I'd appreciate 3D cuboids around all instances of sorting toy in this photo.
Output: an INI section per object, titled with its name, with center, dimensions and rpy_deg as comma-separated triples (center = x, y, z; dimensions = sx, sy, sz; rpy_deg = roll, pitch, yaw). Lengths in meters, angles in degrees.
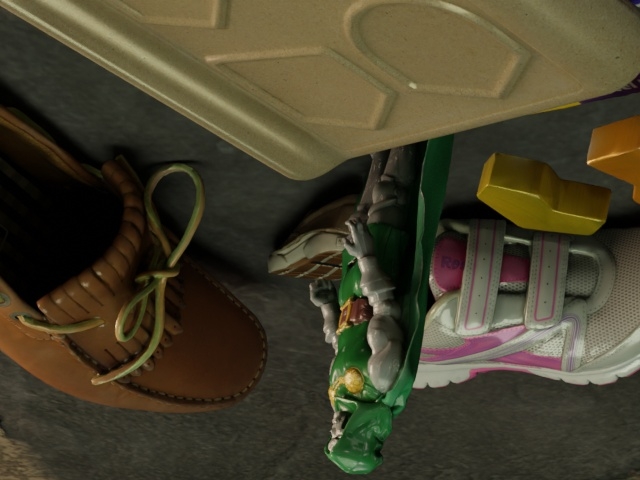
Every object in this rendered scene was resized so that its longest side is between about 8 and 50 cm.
[sorting toy]
center = 0.025, -0.085, 0.598
dimensions = 0.307, 0.041, 0.229
rpy_deg = 30, 154, -29

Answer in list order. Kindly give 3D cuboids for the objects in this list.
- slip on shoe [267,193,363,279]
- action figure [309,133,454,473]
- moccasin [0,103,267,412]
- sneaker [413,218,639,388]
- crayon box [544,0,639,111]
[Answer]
[slip on shoe]
center = 0.000, 0.000, 0.941
dimensions = 0.051, 0.041, 0.135
rpy_deg = 9, 167, -15
[action figure]
center = 0.031, 0.023, 0.779
dimensions = 0.063, 0.232, 0.137
rpy_deg = 14, 149, -12
[moccasin]
center = -0.162, 0.003, 0.897
dimensions = 0.147, 0.139, 0.380
rpy_deg = -9, 139, 40
[sneaker]
center = 0.125, 0.037, 0.918
dimensions = 0.252, 0.103, 0.111
rpy_deg = -13, 146, 29
[crayon box]
center = 0.139, -0.191, 0.483
dimensions = 0.363, 0.106, 0.313
rpy_deg = -9, 147, 37
